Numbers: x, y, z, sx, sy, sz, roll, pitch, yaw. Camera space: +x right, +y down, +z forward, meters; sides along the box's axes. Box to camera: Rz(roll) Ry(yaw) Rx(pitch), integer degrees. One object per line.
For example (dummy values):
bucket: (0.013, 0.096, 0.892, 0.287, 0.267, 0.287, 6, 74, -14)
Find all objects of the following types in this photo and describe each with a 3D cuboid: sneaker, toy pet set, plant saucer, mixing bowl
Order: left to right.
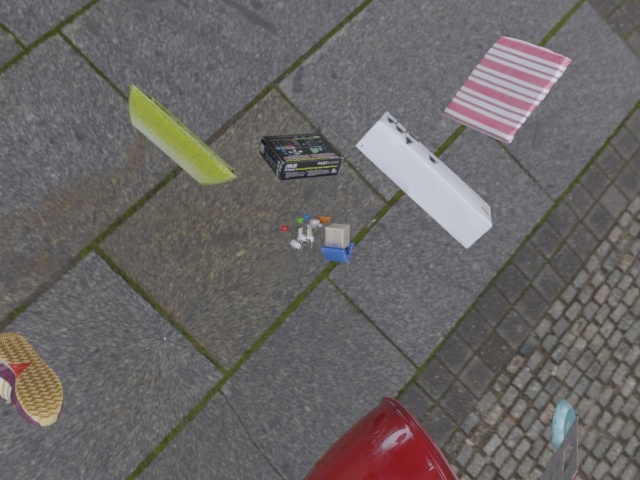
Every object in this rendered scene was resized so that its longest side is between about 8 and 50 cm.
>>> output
sneaker: (-0.460, 0.229, 0.912, 0.070, 0.083, 0.185, -11, 45, -46)
plant saucer: (-0.212, -0.147, 0.888, 0.188, 0.188, 0.045, 42, 91, -13)
toy pet set: (0.000, 0.000, 1.050, 0.114, 0.122, 0.065, 6, 105, 20)
mixing bowl: (0.035, 0.194, 0.338, 0.098, 0.181, 0.181, -21, 87, -12)
plant saucer: (0.567, 0.428, 1.357, 0.119, 0.021, 0.119, -1, 91, -49)

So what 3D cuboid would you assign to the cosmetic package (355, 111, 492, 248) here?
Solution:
cosmetic package: (0.170, -0.100, 0.938, 0.239, 0.099, 0.060, 42, 117, -4)

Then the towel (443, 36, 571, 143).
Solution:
towel: (0.337, -0.275, 1.066, 0.144, 0.029, 0.197, 35, 85, 33)

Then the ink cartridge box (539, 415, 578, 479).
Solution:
ink cartridge box: (0.290, 0.360, 0.741, 0.066, 0.189, 0.232, 33, 106, 18)

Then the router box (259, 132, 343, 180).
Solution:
router box: (-0.035, -0.152, 1.051, 0.123, 0.038, 0.092, -9, 42, -28)
